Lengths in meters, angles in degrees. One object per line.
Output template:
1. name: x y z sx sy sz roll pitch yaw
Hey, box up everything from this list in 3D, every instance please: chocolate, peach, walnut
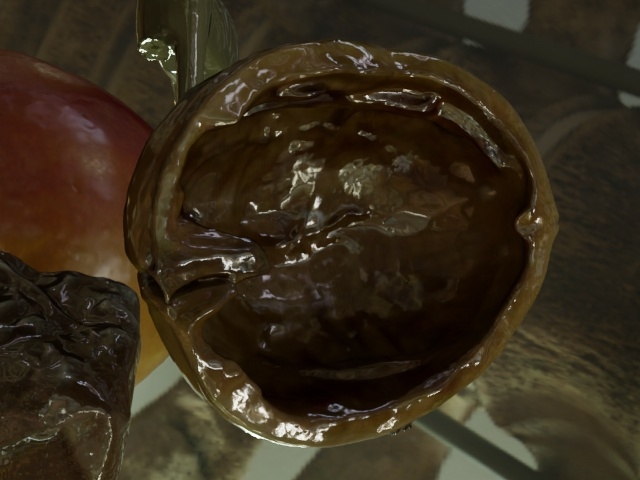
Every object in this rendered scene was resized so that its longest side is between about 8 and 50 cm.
1. chocolate: -0.198 0.057 0.600 0.148 0.214 0.093 -102 -153 -64
2. peach: -0.218 -0.008 0.865 0.238 0.281 0.281 -23 -118 26
3. walnut: 0.000 0.000 0.536 0.087 0.211 0.167 3 -84 55

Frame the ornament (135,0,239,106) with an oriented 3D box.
1. ornament: -0.113 -0.183 1.006 0.061 0.230 0.245 -4 -104 7
